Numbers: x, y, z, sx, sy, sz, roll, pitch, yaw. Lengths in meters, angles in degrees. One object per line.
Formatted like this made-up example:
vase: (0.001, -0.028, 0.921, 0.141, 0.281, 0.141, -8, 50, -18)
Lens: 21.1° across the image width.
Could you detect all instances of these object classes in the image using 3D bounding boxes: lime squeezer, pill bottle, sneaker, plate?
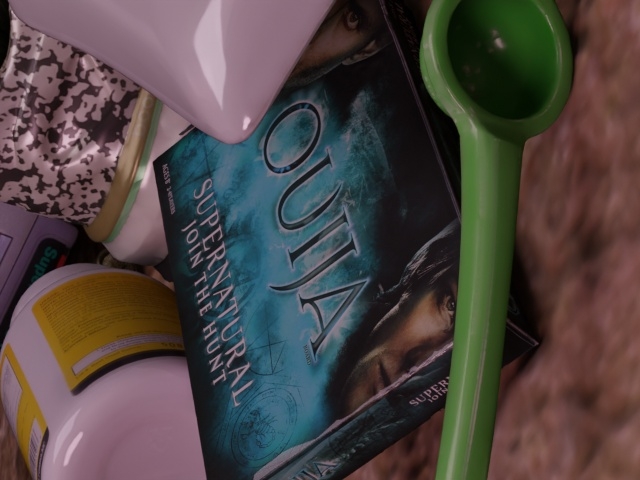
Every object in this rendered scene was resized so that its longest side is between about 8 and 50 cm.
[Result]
lime squeezer: (0.034, -0.065, 0.576, 0.110, 0.059, 0.310, -37, 43, 21)
pill bottle: (-0.094, 0.073, 0.801, 0.184, 0.103, 0.103, -136, 58, -64)
sneaker: (-0.121, -0.191, 0.863, 0.158, 0.182, 0.410, 149, 127, -63)
plate: (-0.026, -0.192, 0.669, 0.278, 0.045, 0.277, -58, 30, 1)

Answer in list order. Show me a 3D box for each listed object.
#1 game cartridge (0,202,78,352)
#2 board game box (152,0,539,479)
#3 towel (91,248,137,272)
game cartridge: (-0.232, 0.110, 1.028, 0.355, 0.068, 0.230, -67, 14, -18)
board game box: (0.000, 0.000, 0.632, 0.126, 0.026, 0.186, -38, 41, 20)
towel: (-0.119, 0.087, 0.961, 0.148, 0.027, 0.110, -108, 34, -46)
